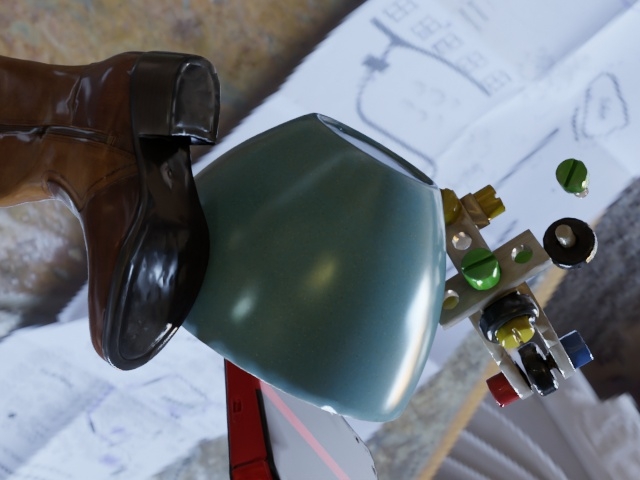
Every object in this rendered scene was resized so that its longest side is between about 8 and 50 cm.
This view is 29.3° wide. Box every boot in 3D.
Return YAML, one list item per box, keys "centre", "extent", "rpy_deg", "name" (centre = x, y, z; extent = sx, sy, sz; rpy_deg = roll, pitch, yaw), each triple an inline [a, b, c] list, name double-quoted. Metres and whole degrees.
- centre: [-0.227, -0.035, 1.035]
  extent: [0.096, 0.280, 0.264]
  rpy_deg: [6, 89, -54]
  name: "boot"

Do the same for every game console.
- centre: [-0.009, 0.294, 1.511]
  extent: [0.060, 0.342, 0.386]
  rpy_deg: [-27, 129, 10]
  name: "game console"

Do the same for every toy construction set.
- centre: [0.126, 0.034, 1.274]
  extent: [0.309, 0.257, 0.237]
  rpy_deg: [-10, 159, 18]
  name: "toy construction set"

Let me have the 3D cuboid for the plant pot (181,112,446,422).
- centre: [0.000, 0.000, 1.111]
  extent: [0.290, 0.290, 0.195]
  rpy_deg: [20, 105, -42]
  name: "plant pot"
